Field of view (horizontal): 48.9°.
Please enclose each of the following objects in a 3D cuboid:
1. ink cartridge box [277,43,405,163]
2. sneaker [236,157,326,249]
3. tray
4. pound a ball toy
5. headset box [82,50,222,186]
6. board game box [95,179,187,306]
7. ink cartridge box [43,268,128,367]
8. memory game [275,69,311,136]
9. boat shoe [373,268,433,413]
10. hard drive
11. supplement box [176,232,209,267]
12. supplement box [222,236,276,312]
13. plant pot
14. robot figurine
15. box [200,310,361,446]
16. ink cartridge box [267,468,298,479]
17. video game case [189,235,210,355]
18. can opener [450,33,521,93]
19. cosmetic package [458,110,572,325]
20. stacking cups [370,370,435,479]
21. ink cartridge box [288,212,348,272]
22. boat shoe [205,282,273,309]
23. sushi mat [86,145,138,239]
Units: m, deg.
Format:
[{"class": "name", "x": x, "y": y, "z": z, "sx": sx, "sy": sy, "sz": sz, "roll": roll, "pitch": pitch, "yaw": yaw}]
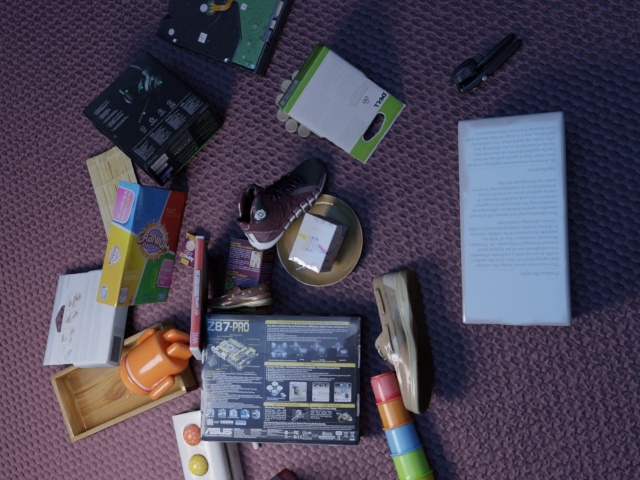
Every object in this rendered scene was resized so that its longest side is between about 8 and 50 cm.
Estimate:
[{"class": "ink cartridge box", "x": 0.051, "y": -0.340, "z": 1.766, "sx": 0.255, "sy": 0.097, "sz": 0.189, "roll": 31, "pitch": 99, "yaw": -20}, {"class": "sneaker", "x": -0.103, "y": -0.120, "z": 1.745, "sx": 0.106, "sy": 0.162, "sz": 0.281, "roll": 27, "pitch": 76, "yaw": 38}, {"class": "tray", "x": -0.558, "y": 0.399, "z": 1.988, "sx": 0.411, "sy": 0.076, "sz": 0.203, "roll": -26, "pitch": 80, "yaw": 19}, {"class": "pound a ball toy", "x": -0.267, "y": 0.546, "z": 1.840, "sx": 0.208, "sy": 0.136, "sz": 0.319, "roll": -15, "pitch": 84, "yaw": 20}, {"class": "headset box", "x": -0.457, "y": -0.334, "z": 1.901, "sx": 0.283, "sy": 0.131, "sz": 0.246, "roll": 40, "pitch": 80, "yaw": 17}, {"class": "board game box", "x": -0.471, "y": 0.010, "z": 1.877, "sx": 0.064, "sy": 0.242, "sz": 0.316, "roll": 13, "pitch": 93, "yaw": 19}, {"class": "ink cartridge box", "x": -0.658, "y": 0.223, "z": 1.997, "sx": 0.239, "sy": 0.060, "sz": 0.275, "roll": -8, "pitch": 68, "yaw": 28}, {"class": "memory game", "x": -0.033, "y": -0.363, "z": 1.844, "sx": 0.186, "sy": 0.012, "sz": 0.186, "roll": -1, "pitch": 88, "yaw": 21}, {"class": "boat shoe", "x": 0.195, "y": 0.244, "z": 1.690, "sx": 0.110, "sy": 0.121, "sz": 0.341, "roll": -12, "pitch": 74, "yaw": 24}, {"class": "hard drive", "x": -0.261, "y": -0.607, "z": 1.911, "sx": 0.339, "sy": 0.064, "sz": 0.237, "roll": 24, "pitch": 97, "yaw": 20}, {"class": "supplement box", "x": -0.351, "y": 0.026, "z": 1.936, "sx": 0.055, "sy": 0.043, "sz": 0.083, "roll": 24, "pitch": 97, "yaw": 19}, {"class": "supplement box", "x": -0.189, "y": 0.090, "z": 1.852, "sx": 0.104, "sy": 0.081, "sz": 0.188, "roll": 9, "pitch": 92, "yaw": 20}, {"class": "plant pot", "x": 0.000, "y": 0.000, "z": 1.811, "sx": 0.236, "sy": 0.032, "sz": 0.236, "roll": -1, "pitch": 87, "yaw": 21}, {"class": "robot figurine", "x": -0.434, "y": 0.317, "z": 1.839, "sx": 0.219, "sy": 0.128, "sz": 0.158, "roll": -37, "pitch": 91, "yaw": 14}, {"class": "box", "x": -0.096, "y": 0.338, "z": 1.748, "sx": 0.395, "sy": 0.097, "sz": 0.318, "roll": 0, "pitch": 90, "yaw": 4}, {"class": "ink cartridge box", "x": -0.167, "y": 0.699, "z": 1.717, "sx": 0.117, "sy": 0.283, "sz": 0.207, "roll": 46, "pitch": 103, "yaw": 16}, {"class": "video game case", "x": -0.307, "y": 0.152, "z": 1.804, "sx": 0.025, "sy": 0.204, "sz": 0.285, "roll": 1, "pitch": 73, "yaw": -5}, {"class": "can opener", "x": 0.395, "y": -0.416, "z": 1.662, "sx": 0.186, "sy": 0.073, "sz": 0.059, "roll": -35, "pitch": 69, "yaw": 7}, {"class": "cosmetic package", "x": 0.438, "y": -0.043, "z": 1.576, "sx": 0.230, "sy": 0.161, "sz": 0.453, "roll": -1, "pitch": 88, "yaw": 20}, {"class": "stacking cups", "x": 0.203, "y": 0.471, "z": 1.689, "sx": 0.096, "sy": 0.096, "sz": 0.316, "roll": -19, "pitch": 80, "yaw": 19}, {"class": "ink cartridge box", "x": -0.008, "y": 0.014, "z": 1.747, "sx": 0.090, "sy": 0.092, "sz": 0.143, "roll": 23, "pitch": 98, "yaw": 19}, {"class": "boat shoe", "x": -0.206, "y": 0.144, "z": 1.783, "sx": 0.178, "sy": 0.064, "sz": 0.060, "roll": -8, "pitch": 81, "yaw": 13}, {"class": "sushi mat", "x": -0.581, "y": -0.116, "z": 2.040, "sx": 0.151, "sy": 0.019, "sz": 0.316, "roll": -20, "pitch": 82, "yaw": 18}]
